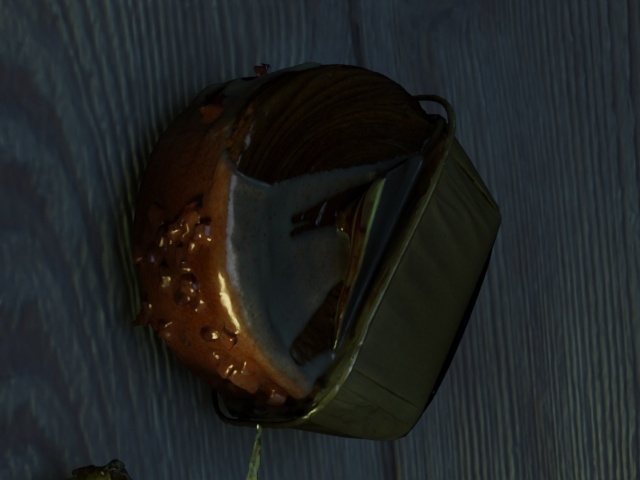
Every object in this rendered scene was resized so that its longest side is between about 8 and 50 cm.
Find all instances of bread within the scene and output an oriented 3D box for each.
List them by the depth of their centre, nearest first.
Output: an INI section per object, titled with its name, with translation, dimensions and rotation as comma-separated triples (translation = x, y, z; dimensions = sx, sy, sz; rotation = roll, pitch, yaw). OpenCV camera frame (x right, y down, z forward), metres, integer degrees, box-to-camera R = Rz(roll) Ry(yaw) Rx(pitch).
[bread]
translation = 0.000, 0.000, 1.149
dimensions = 0.212, 0.142, 0.224
rotation = 39, 64, -36

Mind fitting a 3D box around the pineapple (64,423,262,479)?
[pineapple]
translation = -0.112, 0.270, 1.027
dimensions = 0.161, 0.158, 0.334
rotation = 44, 60, -31
